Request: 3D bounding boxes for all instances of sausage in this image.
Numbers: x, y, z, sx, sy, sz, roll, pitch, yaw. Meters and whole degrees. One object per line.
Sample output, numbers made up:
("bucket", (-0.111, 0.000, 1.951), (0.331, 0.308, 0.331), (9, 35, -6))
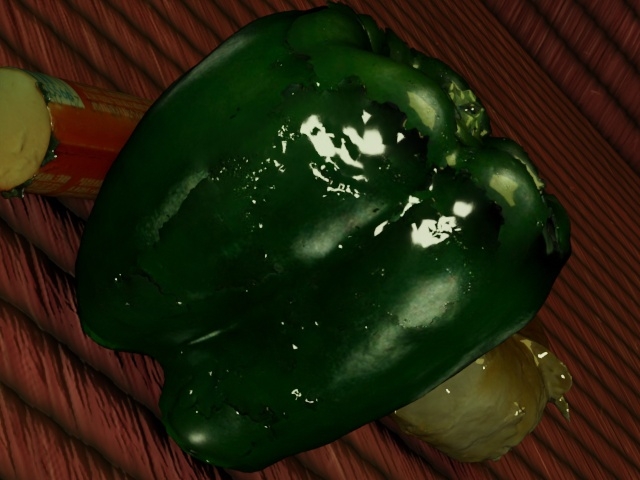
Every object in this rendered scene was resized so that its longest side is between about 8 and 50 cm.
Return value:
("sausage", (-0.125, -0.057, 0.920), (0.083, 0.083, 0.264), (58, 19, 15))

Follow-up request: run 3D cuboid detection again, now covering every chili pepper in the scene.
("chili pepper", (0.000, 0.000, 0.846), (0.233, 0.256, 0.248), (53, 18, 17))

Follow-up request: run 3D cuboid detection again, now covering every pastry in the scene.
("pastry", (0.090, 0.052, 1.145), (0.257, 0.121, 0.236), (46, 21, -15))
